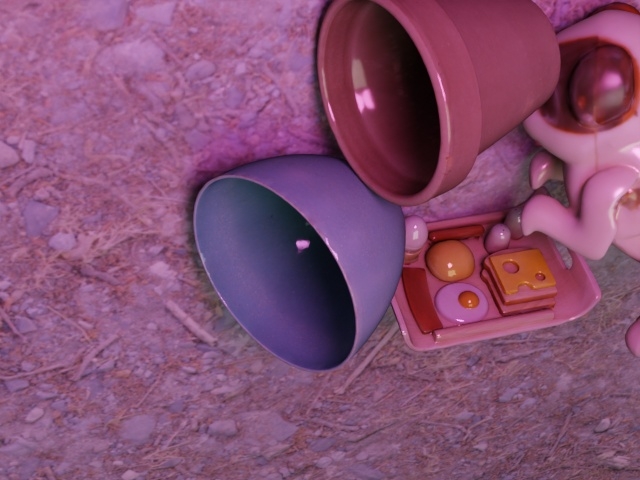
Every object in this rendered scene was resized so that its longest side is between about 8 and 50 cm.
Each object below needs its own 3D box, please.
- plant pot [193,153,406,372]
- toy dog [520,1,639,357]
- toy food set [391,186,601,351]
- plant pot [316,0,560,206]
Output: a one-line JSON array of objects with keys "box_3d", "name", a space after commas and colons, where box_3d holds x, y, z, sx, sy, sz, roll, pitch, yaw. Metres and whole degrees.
[{"box_3d": [0.000, 0.000, 1.363, 0.195, 0.290, 0.290, -36, 149, -35], "name": "plant pot"}, {"box_3d": [0.430, -0.105, 1.340, 0.408, 0.285, 0.395, 47, 137, -13], "name": "toy dog"}, {"box_3d": [0.226, 0.027, 1.486, 0.306, 0.220, 0.092, -9, 143, -13], "name": "toy food set"}, {"box_3d": [0.157, -0.196, 1.236, 0.229, 0.263, 0.263, -21, 141, -26], "name": "plant pot"}]
